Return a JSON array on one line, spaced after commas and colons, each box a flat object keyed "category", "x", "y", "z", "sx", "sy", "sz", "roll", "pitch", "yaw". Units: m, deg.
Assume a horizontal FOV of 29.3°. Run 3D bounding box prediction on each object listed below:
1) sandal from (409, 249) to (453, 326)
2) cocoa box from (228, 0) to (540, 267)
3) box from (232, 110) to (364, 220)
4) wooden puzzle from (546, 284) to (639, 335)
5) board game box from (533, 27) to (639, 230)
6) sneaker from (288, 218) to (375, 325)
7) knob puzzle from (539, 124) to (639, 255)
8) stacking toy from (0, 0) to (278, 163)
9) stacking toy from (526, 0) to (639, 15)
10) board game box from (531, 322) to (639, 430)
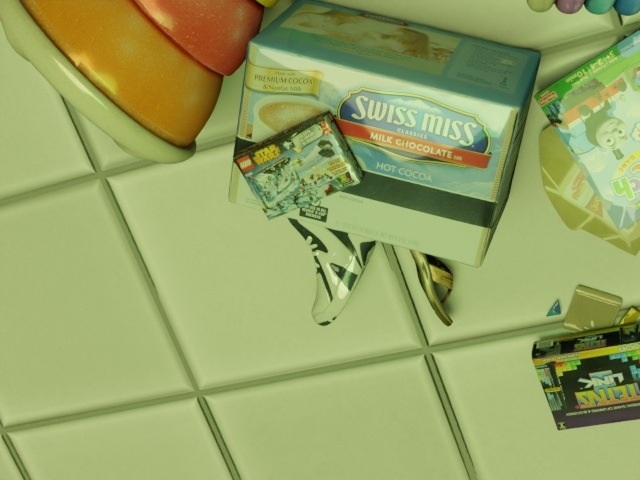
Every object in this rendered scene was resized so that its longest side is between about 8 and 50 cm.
[{"category": "sandal", "x": 0.164, "y": 0.044, "z": 1.765, "sx": 0.049, "sy": 0.072, "sz": 0.180, "roll": -20, "pitch": 105, "yaw": 2}, {"category": "cocoa box", "x": 0.086, "y": -0.150, "z": 1.591, "sx": 0.347, "sy": 0.231, "sz": 0.227, "roll": 15, "pitch": 119, "yaw": 10}, {"category": "box", "x": -0.027, "y": -0.091, "z": 1.504, "sx": 0.137, "sy": 0.027, "sz": 0.094, "roll": -21, "pitch": 108, "yaw": 25}, {"category": "wooden puzzle", "x": 0.390, "y": 0.105, "z": 1.751, "sx": 0.116, "sy": 0.014, "sz": 0.078, "roll": 24, "pitch": 115, "yaw": 4}, {"category": "board game box", "x": 0.402, "y": -0.143, "z": 1.586, "sx": 0.160, "sy": 0.039, "sz": 0.211, "roll": -32, "pitch": 93, "yaw": 23}, {"category": "sneaker", "x": 0.000, "y": 0.000, "z": 1.771, "sx": 0.153, "sy": 0.094, "sz": 0.235, "roll": 27, "pitch": 120, "yaw": 4}, {"category": "knob puzzle", "x": 0.383, "y": -0.099, "z": 1.641, "sx": 0.213, "sy": 0.030, "sz": 0.213, "roll": 5, "pitch": 106, "yaw": 18}, {"category": "stacking toy", "x": -0.150, "y": -0.366, "z": 1.570, "sx": 0.480, "sy": 0.350, "sz": 0.350, "roll": -43, "pitch": 98, "yaw": 10}, {"category": "stacking toy", "x": 0.423, "y": -0.318, "z": 1.474, "sx": 0.331, "sy": 0.141, "sz": 0.141, "roll": 12, "pitch": 118, "yaw": 6}, {"category": "board game box", "x": 0.406, "y": 0.198, "z": 1.761, "sx": 0.170, "sy": 0.048, "sz": 0.141, "roll": -13, "pitch": 118, "yaw": 22}]
